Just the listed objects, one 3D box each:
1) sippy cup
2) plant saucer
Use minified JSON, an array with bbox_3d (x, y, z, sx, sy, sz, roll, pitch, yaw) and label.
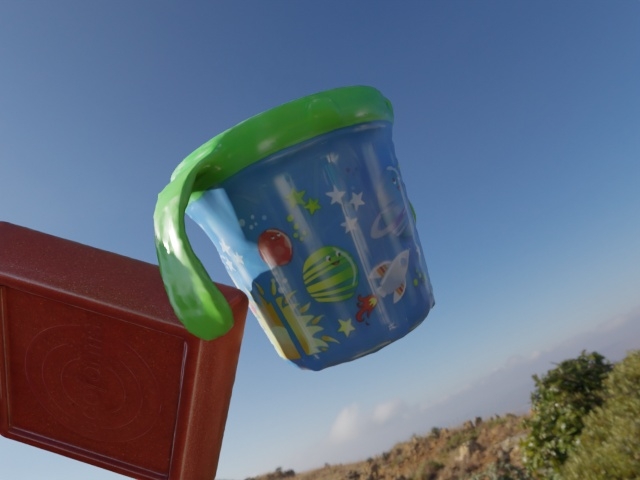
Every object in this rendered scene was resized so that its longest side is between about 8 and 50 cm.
[{"bbox_3d":[0.000,0.000,0.462,0.306,0.223,0.240,-23,-1,-16],"label":"sippy cup"},{"bbox_3d":[-0.220,0.135,0.449,0.047,0.259,0.258,-64,-11,-67],"label":"plant saucer"}]
